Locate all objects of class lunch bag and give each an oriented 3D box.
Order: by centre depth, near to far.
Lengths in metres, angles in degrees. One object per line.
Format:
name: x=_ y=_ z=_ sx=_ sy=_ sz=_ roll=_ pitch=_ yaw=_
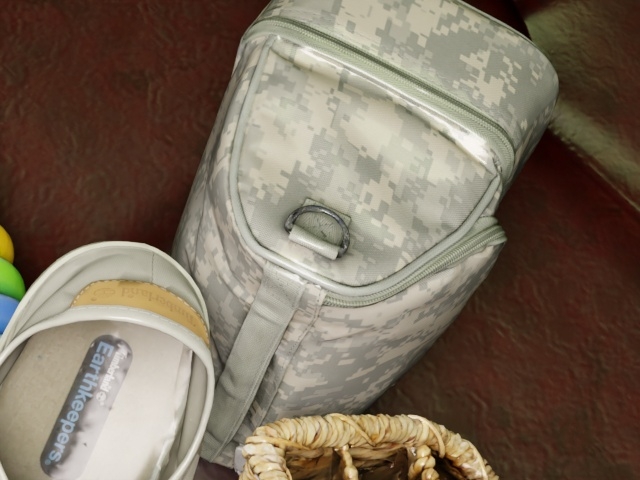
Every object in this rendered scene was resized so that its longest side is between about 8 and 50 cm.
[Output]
lunch bag: x=0.000 y=0.000 z=0.999 sx=0.213 sy=0.305 sz=0.256 roll=30 pitch=56 yaw=2

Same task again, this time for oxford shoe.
oxford shoe: x=-0.174 y=0.215 z=0.845 sx=0.169 sy=0.130 sz=0.449 roll=20 pitch=89 yaw=-15

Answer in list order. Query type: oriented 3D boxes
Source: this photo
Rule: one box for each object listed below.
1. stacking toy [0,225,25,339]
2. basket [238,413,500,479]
stacking toy: x=-0.259 y=0.038 z=1.032 sx=0.141 sy=0.141 sz=0.330 roll=-8 pitch=59 yaw=-16
basket: x=0.072 y=0.262 z=0.926 sx=0.214 sy=0.223 sz=0.299 roll=-10 pitch=66 yaw=-17
